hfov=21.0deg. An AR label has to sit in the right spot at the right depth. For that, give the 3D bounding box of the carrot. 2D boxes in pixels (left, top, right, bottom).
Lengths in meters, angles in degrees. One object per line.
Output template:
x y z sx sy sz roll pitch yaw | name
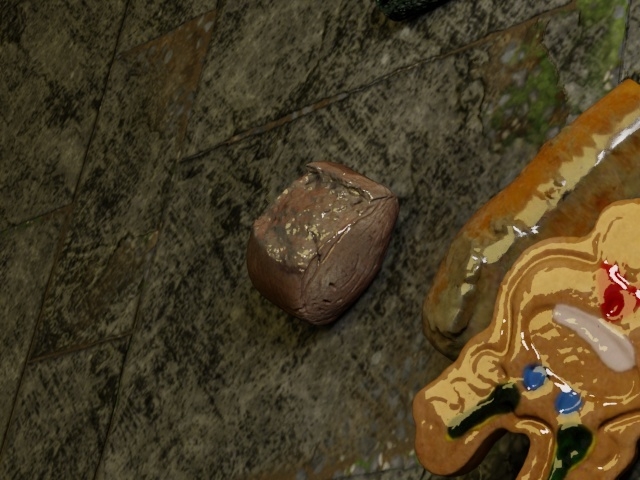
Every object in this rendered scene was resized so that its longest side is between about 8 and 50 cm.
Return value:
0.214 -0.007 1.593 0.302 0.139 0.139 -47 34 4 | carrot

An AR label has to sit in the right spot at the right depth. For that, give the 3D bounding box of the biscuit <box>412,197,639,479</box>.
0.226 0.099 1.478 0.202 0.047 0.334 41 99 23 | biscuit

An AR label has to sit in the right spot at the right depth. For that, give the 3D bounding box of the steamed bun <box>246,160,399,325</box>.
0.000 0.000 1.878 0.175 0.106 0.145 -56 33 0 | steamed bun

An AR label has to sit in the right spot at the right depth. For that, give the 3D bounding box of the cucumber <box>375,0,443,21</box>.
0.154 -0.311 1.962 0.215 0.058 0.052 -22 42 39 | cucumber
